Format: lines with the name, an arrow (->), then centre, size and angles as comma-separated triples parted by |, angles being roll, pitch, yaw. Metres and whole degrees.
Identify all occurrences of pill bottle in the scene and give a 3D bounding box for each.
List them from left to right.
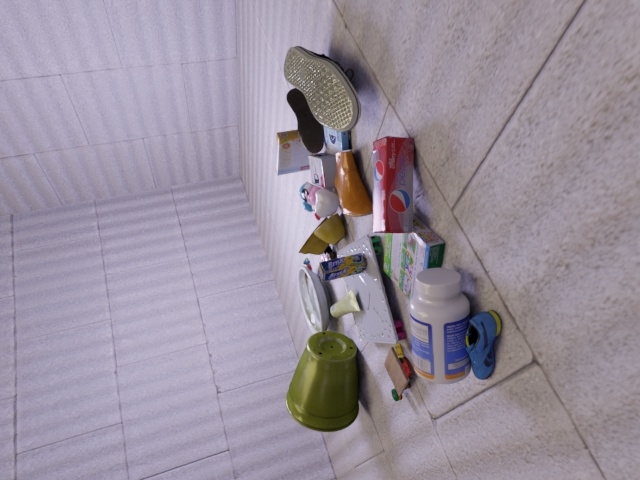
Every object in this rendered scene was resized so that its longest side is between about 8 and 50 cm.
pill bottle -> 0.310, 0.216, 1.189 | 0.152, 0.152, 0.272 | -142, 43, -65

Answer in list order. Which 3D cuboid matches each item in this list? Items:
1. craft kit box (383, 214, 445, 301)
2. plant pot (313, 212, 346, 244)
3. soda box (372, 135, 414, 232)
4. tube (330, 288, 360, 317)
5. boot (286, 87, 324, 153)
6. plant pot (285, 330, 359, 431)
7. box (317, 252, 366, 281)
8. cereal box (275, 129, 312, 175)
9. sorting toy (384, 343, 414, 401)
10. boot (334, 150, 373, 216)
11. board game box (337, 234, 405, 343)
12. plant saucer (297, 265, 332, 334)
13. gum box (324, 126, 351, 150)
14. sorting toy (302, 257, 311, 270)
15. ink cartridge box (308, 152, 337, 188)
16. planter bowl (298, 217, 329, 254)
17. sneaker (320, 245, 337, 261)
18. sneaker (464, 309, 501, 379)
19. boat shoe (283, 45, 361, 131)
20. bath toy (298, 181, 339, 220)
craft kit box -> 0.270, 0.053, 1.377 | 0.247, 0.060, 0.250 | -128, 30, -51
plant pot -> 0.053, -0.037, 1.949 | 0.095, 0.134, 0.134 | 50, 159, 5
soda box -> 0.203, -0.152, 1.285 | 0.083, 0.092, 0.264 | -179, 90, -71
tube -> 0.108, 0.273, 1.917 | 0.070, 0.062, 0.240 | 33, 154, -4
boot -> -0.050, -0.513, 2.010 | 0.306, 0.112, 0.115 | 70, -167, 11
plant pot -> 0.029, 0.638, 2.188 | 0.366, 0.366, 0.353 | -130, 43, -58
box -> 0.078, 0.099, 1.673 | 0.059, 0.168, 0.054 | 97, 155, -50
cereal box -> -0.122, -0.411, 2.140 | 0.240, 0.172, 0.047 | 103, 150, -54
sorting toy -> 0.286, 0.460, 1.640 | 0.275, 0.046, 0.132 | 96, 156, -49
boot -> 0.109, -0.210, 1.633 | 0.295, 0.104, 0.212 | -132, 33, -67
board game box -> 0.185, 0.196, 1.777 | 0.390, 0.050, 0.391 | 144, 113, -72
plant saucer -> -0.020, 0.324, 2.478 | 0.400, 0.100, 0.401 | 168, 90, -74
gum box -> 0.060, -0.435, 1.738 | 0.184, 0.041, 0.157 | -132, 33, -60
sorting toy -> -0.084, 0.142, 2.659 | 0.061, 0.042, 0.102 | 94, 158, -44
ink cartridge box -> 0.014, -0.296, 1.941 | 0.175, 0.072, 0.128 | -144, 43, -66
planter bowl -> 0.000, 0.000, 2.103 | 0.090, 0.217, 0.217 | 38, 157, 3
sneaker -> 0.048, 0.093, 2.136 | 0.178, 0.071, 0.077 | 56, 143, 39
sneaker -> 0.379, 0.262, 1.118 | 0.069, 0.082, 0.210 | -129, 29, -53
boat shoe -> 0.027, -0.529, 1.575 | 0.500, 0.155, 0.187 | 56, 135, 44
bath toy -> -0.005, -0.159, 1.962 | 0.129, 0.151, 0.348 | -64, 17, 4
